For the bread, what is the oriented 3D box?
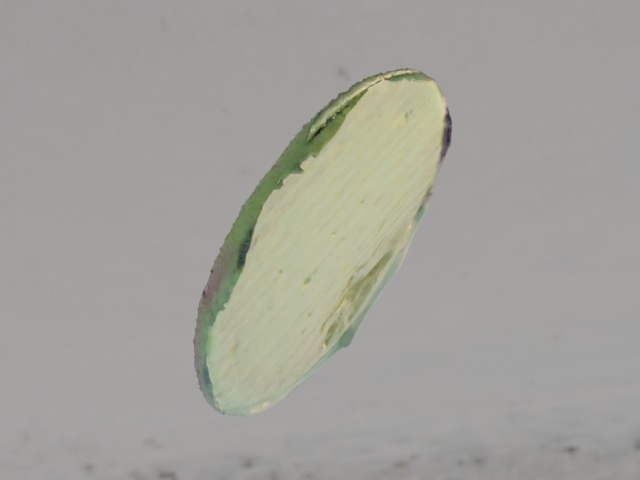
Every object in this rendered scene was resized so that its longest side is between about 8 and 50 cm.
[{"bbox_3d":[-0.002,0.000,1.402,0.045,0.301,0.301,32,-173,20],"label":"bread"}]
